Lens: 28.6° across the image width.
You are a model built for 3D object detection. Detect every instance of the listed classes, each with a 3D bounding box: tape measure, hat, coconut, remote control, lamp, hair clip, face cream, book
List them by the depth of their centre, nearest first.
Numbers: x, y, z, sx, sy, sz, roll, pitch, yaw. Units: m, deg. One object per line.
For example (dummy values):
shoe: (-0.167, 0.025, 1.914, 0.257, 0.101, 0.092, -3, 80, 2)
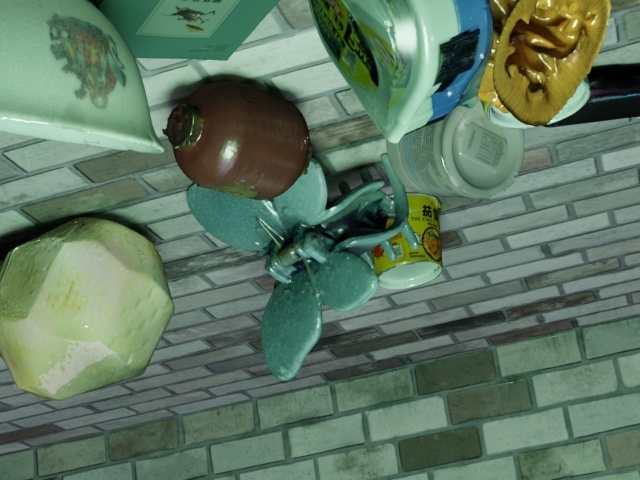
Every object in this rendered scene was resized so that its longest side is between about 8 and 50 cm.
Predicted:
tape measure: (0.092, -0.287, 1.566, 0.138, 0.259, 0.262, -30, 166, -18)
book: (-0.151, -0.341, 1.647, 0.264, 0.031, 0.379, -2, 158, -36)
hat: (0.228, -0.298, 1.713, 0.244, 0.233, 0.233, -46, 141, -21)
lamp: (-0.124, -0.155, 1.970, 0.258, 0.180, 0.180, 13, 149, -42)
face cream: (0.217, -0.156, 2.014, 0.177, 0.177, 0.153, 6, -177, -31)
remote control: (0.562, -0.248, 2.128, 0.398, 0.062, 0.144, -6, 158, -5)
hair clip: (0.000, 0.000, 2.264, 0.318, 0.392, 0.238, -32, 173, 40)
coconut: (-0.454, 0.137, 2.330, 0.352, 0.353, 0.353, -7, 157, -3)

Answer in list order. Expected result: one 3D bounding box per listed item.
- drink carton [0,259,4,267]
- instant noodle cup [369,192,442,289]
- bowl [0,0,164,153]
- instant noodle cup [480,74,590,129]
drink carton: (-0.604, 0.131, 2.529, 0.106, 0.131, 0.315, -24, 153, 30)
instant noodle cup: (0.164, 0.007, 2.488, 0.182, 0.144, 0.182, -7, 157, -3)
bowl: (-0.385, -0.233, 1.493, 0.434, 0.196, 0.435, 10, -179, 0)
instant noodle cup: (0.308, -0.268, 1.876, 0.204, 0.153, 0.205, -7, 156, -3)
